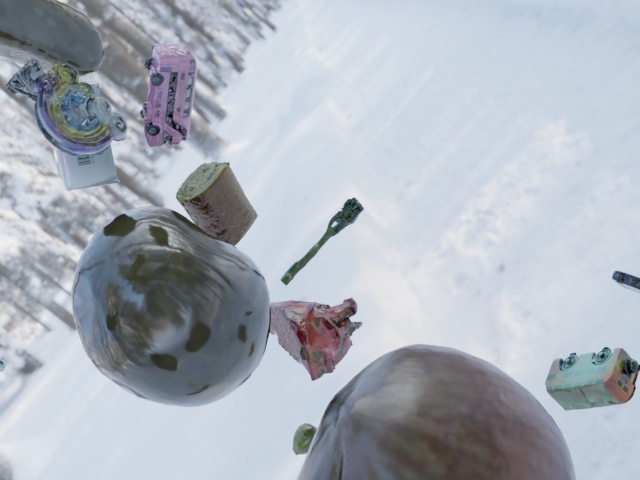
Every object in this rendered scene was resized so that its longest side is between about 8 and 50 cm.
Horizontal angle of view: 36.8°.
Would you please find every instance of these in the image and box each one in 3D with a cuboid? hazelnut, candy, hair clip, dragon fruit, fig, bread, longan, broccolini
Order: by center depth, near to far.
[{"bbox_3d":[0.122,0.327,1.200,0.359,0.359,0.409,-41,12,43],"label":"hazelnut"},{"bbox_3d":[-0.346,-0.175,1.323,0.049,0.172,0.116,-21,34,47],"label":"hair clip"},{"bbox_3d":[-0.440,-0.321,1.447,0.104,0.234,0.102,8,85,40],"label":"candy"},{"bbox_3d":[-0.283,0.131,1.847,0.336,0.404,0.404,-37,16,46],"label":"longan"},{"bbox_3d":[-0.226,-0.074,2.093,0.103,0.172,0.132,17,58,39],"label":"bread"},{"bbox_3d":[-0.003,-0.002,2.163,0.254,0.071,0.057,-42,27,-7],"label":"broccolini"},{"bbox_3d":[-0.005,0.190,2.276,0.211,0.134,0.262,-17,27,-25],"label":"dragon fruit"},{"bbox_3d":[-0.038,0.511,2.463,0.088,0.074,0.074,-47,8,-21],"label":"fig"}]

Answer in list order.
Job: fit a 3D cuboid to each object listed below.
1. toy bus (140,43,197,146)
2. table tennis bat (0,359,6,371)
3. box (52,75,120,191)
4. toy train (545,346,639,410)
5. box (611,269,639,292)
[{"bbox_3d":[-0.275,-0.261,1.745,0.203,0.090,0.063,107,148,-42],"label":"toy bus"},{"bbox_3d":[-0.583,0.167,1.498,0.244,0.153,0.040,81,-159,-68],"label":"table tennis bat"},{"bbox_3d":[-0.494,-0.225,1.952,0.106,0.200,0.299,-12,16,-17],"label":"box"},{"bbox_3d":[0.512,0.260,1.817,0.188,0.072,0.099,-21,27,51],"label":"toy train"},{"bbox_3d":[0.669,0.101,1.992,0.125,0.126,0.027,24,-92,-64],"label":"box"}]
